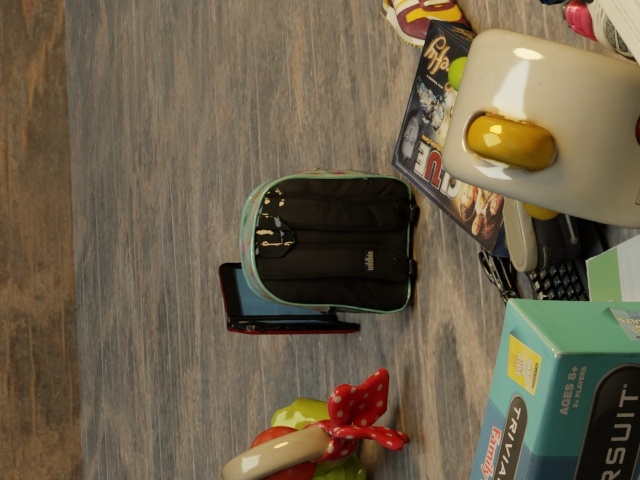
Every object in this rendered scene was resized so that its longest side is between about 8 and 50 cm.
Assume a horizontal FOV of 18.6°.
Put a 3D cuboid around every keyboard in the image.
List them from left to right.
[{"bbox_3d":[0.213,0.034,1.875,0.201,0.033,0.317,114,150,-46],"label":"keyboard"}]

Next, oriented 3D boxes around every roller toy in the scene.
[{"bbox_3d":[0.205,-0.088,1.648,0.209,0.191,0.146,-138,63,-79],"label":"roller toy"}]

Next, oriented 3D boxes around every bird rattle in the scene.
[{"bbox_3d":[-0.011,0.250,2.236,0.253,0.206,0.143,141,110,-75],"label":"bird rattle"}]

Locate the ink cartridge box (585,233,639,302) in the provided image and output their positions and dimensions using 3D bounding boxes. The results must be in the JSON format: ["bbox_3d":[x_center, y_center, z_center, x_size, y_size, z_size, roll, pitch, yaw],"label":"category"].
[{"bbox_3d":[0.301,0.069,1.607,0.235,0.056,0.171,141,128,-67],"label":"ink cartridge box"}]

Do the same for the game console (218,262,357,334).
[{"bbox_3d":[-0.040,0.070,2.370,0.124,0.144,0.085,180,89,-69],"label":"game console"}]

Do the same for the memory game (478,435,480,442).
[{"bbox_3d":[0.195,0.245,1.936,0.186,0.012,0.186,-179,90,-69],"label":"memory game"}]

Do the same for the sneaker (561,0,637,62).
[{"bbox_3d":[0.307,-0.283,1.558,0.112,0.121,0.299,32,114,25],"label":"sneaker"}]

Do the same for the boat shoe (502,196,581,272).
[{"bbox_3d":[0.200,-0.075,1.787,0.075,0.065,0.206,169,96,-78],"label":"boat shoe"}]

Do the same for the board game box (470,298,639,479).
[{"bbox_3d":[0.265,0.169,1.304,0.079,0.336,0.254,-128,43,-58],"label":"board game box"}]

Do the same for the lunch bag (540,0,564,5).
[{"bbox_3d":[0.221,-0.299,1.792,0.151,0.096,0.129,121,144,-77],"label":"lunch bag"}]

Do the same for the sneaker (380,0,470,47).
[{"bbox_3d":[0.111,-0.264,2.098,0.185,0.069,0.084,-133,42,-60],"label":"sneaker"}]

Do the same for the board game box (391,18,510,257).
[{"bbox_3d":[0.156,-0.105,1.935,0.243,0.042,0.165,46,125,58],"label":"board game box"}]

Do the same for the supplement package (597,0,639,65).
[{"bbox_3d":[0.332,-0.260,1.370,0.177,0.175,0.293,-111,30,-47],"label":"supplement package"}]

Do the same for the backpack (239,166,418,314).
[{"bbox_3d":[0.000,0.000,2.209,0.144,0.188,0.166,-168,79,-69],"label":"backpack"}]
